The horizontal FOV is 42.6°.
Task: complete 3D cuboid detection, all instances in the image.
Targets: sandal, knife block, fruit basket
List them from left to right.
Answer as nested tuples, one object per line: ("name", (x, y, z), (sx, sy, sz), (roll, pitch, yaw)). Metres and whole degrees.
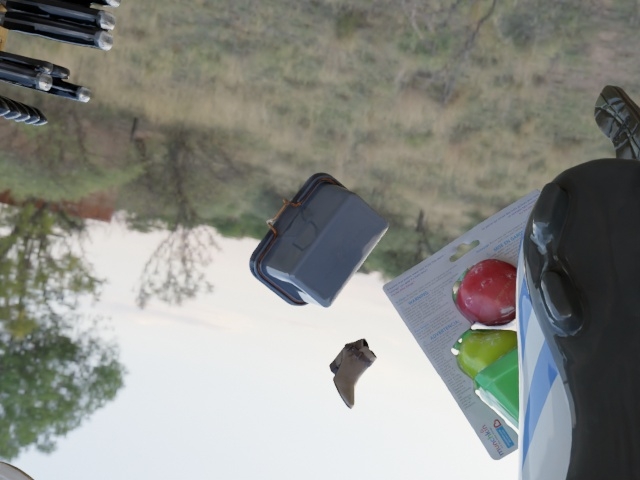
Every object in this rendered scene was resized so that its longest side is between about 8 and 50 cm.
("knife block", (-0.307, -0.204, 0.656), (0.242, 0.276, 0.088), (-32, 174, 9))
("fruit basket", (0.323, 0.129, 1.343), (0.353, 0.327, 0.165), (57, 180, 36))
("sandal", (0.486, -0.151, 1.254), (0.060, 0.090, 0.219), (3, -133, -19))

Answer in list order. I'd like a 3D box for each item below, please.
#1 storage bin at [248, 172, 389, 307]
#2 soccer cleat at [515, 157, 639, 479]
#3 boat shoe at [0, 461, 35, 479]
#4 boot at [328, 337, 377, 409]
("storage bin", (0.000, 0.000, 0.824), (0.098, 0.135, 0.091), (40, 171, -21))
("soccer cleat", (0.151, 0.124, 0.399), (0.115, 0.332, 0.143), (0, 159, 21))
("boat shoe", (-0.279, 0.331, 0.734), (0.098, 0.277, 0.096), (14, -154, 30))
("boot", (0.064, 0.232, 1.467), (0.042, 0.087, 0.118), (42, -164, -46))
